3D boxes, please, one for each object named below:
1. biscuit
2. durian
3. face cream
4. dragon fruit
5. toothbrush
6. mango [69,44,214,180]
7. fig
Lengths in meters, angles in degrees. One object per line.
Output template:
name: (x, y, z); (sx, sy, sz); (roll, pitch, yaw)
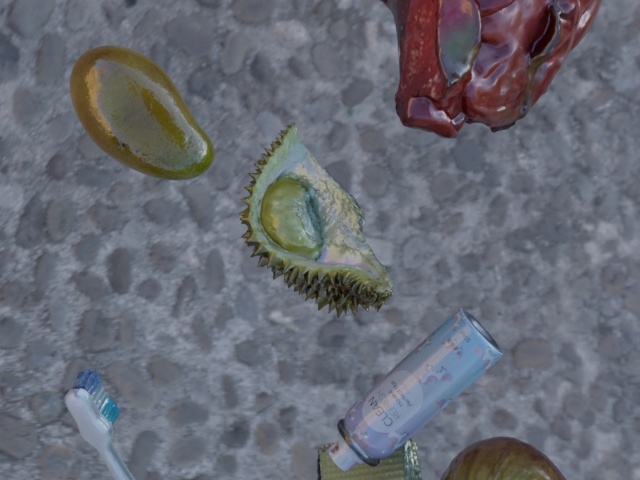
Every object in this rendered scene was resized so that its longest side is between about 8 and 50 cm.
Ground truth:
biscuit: (0.069, 0.365, 1.303); (0.046, 0.147, 0.250); (13, 64, -46)
durian: (0.000, 0.000, 1.480); (0.306, 0.166, 0.172); (54, 13, 33)
face cream: (0.103, 0.180, 1.233); (0.229, 0.075, 0.075); (-44, 106, 9)
dragon fruit: (0.182, -0.260, 0.915); (0.286, 0.228, 0.329); (11, 62, -16)
toothbrush: (-0.149, 0.294, 1.056); (0.040, 0.042, 0.418); (-66, 141, -51)
mango: (-0.243, -0.167, 1.446); (0.227, 0.099, 0.136); (44, 81, -4)
fig: (0.192, 0.328, 1.188); (0.143, 0.160, 0.231); (68, 31, -30)
